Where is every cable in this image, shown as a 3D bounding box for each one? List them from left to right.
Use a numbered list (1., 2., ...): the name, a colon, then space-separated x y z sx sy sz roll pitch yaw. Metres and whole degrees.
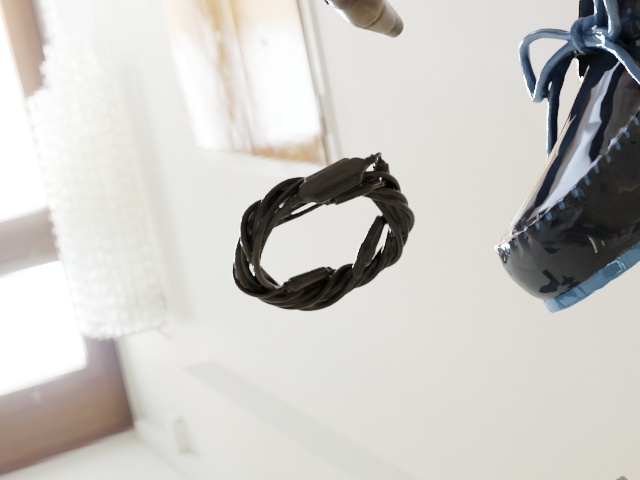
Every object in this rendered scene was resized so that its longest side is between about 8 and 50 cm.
1. cable: 0.000 0.000 1.171 0.184 0.150 0.047 -31 -135 -10

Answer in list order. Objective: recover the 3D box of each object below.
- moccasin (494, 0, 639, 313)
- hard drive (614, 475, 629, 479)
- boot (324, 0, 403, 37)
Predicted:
1. moccasin: 0.175 -0.104 0.646 0.342 0.117 0.138 -49 -171 -35
2. hard drive: 0.343 0.397 1.149 0.040 0.203 0.307 -17 -129 -43
3. boot: 0.013 -0.192 0.894 0.087 0.042 0.118 26 -163 -48
